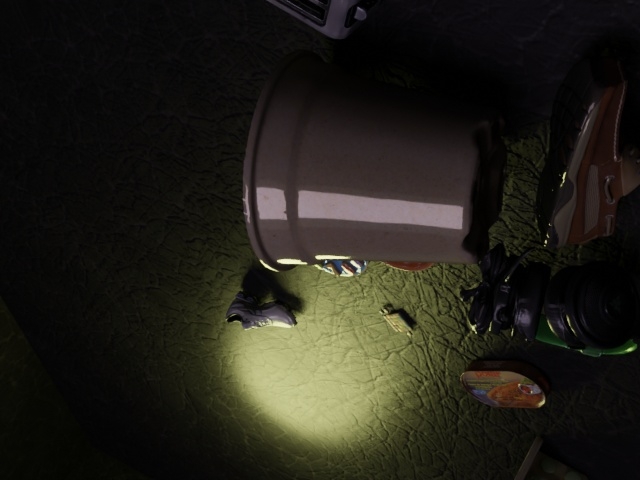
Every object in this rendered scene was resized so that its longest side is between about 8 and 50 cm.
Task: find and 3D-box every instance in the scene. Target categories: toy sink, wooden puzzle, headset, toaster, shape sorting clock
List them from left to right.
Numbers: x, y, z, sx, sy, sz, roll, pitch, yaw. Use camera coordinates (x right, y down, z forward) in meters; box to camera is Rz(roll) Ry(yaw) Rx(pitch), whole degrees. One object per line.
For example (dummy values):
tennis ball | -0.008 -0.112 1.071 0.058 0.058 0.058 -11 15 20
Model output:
shape sorting clock | 0.000 0.000 1.847 0.206 0.040 0.206 26 147 18
toaster | 0.003 -0.382 1.269 0.185 0.110 0.168 32 148 8
wooden puzzle | 0.156 0.163 1.939 0.083 0.006 0.049 49 147 -19
toy sink | 0.457 0.539 1.998 0.131 0.153 0.234 26 146 18
headset | 0.343 0.116 1.459 0.243 0.185 0.394 4 157 40

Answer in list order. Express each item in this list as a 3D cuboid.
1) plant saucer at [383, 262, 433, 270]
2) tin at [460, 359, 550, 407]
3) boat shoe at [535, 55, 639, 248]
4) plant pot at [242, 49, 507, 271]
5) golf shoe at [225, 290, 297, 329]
plant saucer | 0.125 -0.029 1.687 0.200 0.037 0.200 26 146 19
tin | 0.355 0.275 1.860 0.189 0.040 0.106 -8 131 50
boat shoe | 0.367 -0.111 1.280 0.119 0.123 0.324 0 145 2
plant pot | 0.097 -0.097 1.396 0.305 0.334 0.334 9 140 21
golf shoe | -0.135 0.178 2.177 0.176 0.086 0.069 12 139 33
